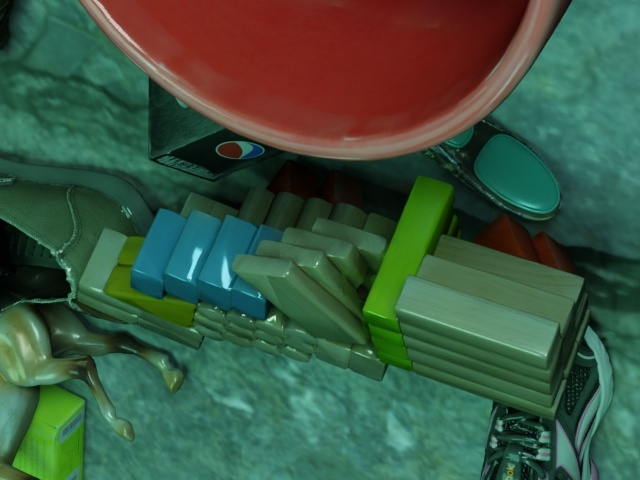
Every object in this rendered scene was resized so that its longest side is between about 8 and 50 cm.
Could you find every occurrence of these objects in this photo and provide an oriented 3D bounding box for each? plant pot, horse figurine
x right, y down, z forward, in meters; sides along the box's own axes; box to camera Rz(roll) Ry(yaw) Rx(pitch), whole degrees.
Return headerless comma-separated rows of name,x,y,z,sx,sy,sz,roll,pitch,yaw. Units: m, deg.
plant pot,0.036,-0.211,0.871,0.275,0.243,0.275,20,132,24
horse figurine,-0.206,0.118,1.392,0.174,0.066,0.263,33,108,17

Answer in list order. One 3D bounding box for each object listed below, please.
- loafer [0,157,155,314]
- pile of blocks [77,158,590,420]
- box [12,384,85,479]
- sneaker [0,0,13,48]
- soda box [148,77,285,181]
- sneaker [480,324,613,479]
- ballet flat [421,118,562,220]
loafer,-0.227,-0.005,1.335,0.251,0.087,0.094,1,122,36
pile of blocks,0.000,0.000,1.136,0.362,0.112,0.149,8,157,37
box,-0.260,0.131,1.496,0.178,0.042,0.109,25,132,20
sneaker,-0.220,-0.140,1.260,0.071,0.066,0.188,40,145,-20
soda box,-0.026,-0.087,1.133,0.169,0.053,0.060,-19,65,43
sneaker,0.127,0.119,1.173,0.072,0.077,0.178,10,126,30
ballet flat,0.086,-0.048,1.113,0.114,0.041,0.041,38,136,8
